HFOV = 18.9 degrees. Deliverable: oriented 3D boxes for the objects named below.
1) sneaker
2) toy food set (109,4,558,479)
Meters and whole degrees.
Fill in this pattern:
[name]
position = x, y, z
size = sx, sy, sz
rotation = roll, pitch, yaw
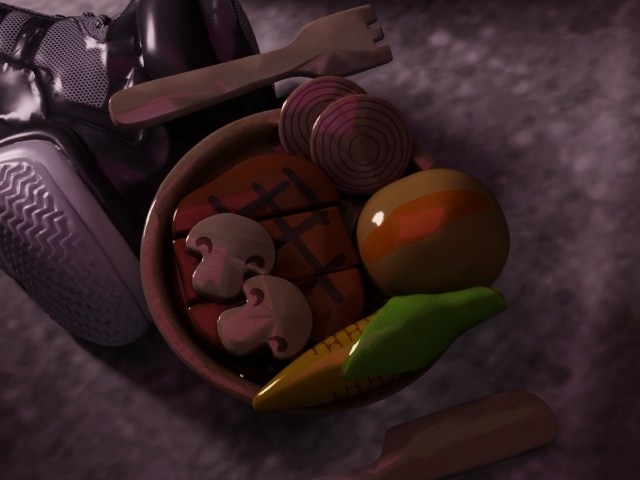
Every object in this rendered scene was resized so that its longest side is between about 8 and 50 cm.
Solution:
[sneaker]
position = -0.111, -0.075, 0.829
size = 0.153, 0.101, 0.268
rotation = -39, 53, -14
[toy food set]
position = 0.000, 0.000, 0.694
size = 0.132, 0.038, 0.192
rotation = -19, 66, -9
